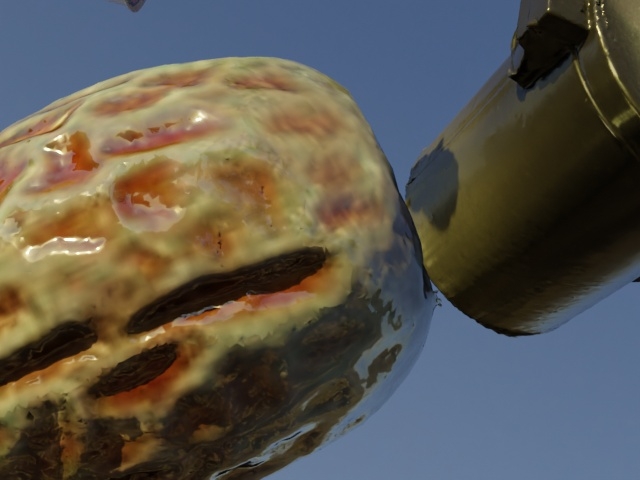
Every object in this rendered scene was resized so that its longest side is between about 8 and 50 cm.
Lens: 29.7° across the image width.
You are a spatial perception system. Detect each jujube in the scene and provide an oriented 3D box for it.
[{"bbox_3d":[-0.105,0.030,0.641,0.308,0.246,0.215,-22,-83,-3],"label":"jujube"}]

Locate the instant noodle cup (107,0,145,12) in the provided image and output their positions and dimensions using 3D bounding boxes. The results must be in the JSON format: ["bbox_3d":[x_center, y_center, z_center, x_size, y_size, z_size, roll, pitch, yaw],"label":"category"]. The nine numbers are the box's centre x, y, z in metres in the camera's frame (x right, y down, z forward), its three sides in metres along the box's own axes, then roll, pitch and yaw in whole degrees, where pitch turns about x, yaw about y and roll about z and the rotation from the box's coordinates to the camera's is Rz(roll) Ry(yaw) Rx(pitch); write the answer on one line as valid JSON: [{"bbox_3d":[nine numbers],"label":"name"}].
[{"bbox_3d":[-0.342,-0.454,1.782,0.172,0.216,0.216,8,-40,5],"label":"instant noodle cup"}]

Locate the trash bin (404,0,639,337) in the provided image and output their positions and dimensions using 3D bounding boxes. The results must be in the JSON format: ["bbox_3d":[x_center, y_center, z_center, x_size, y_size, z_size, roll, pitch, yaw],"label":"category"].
[{"bbox_3d":[0.209,-0.070,0.930,0.252,0.203,0.301,18,-30,-15],"label":"trash bin"}]
